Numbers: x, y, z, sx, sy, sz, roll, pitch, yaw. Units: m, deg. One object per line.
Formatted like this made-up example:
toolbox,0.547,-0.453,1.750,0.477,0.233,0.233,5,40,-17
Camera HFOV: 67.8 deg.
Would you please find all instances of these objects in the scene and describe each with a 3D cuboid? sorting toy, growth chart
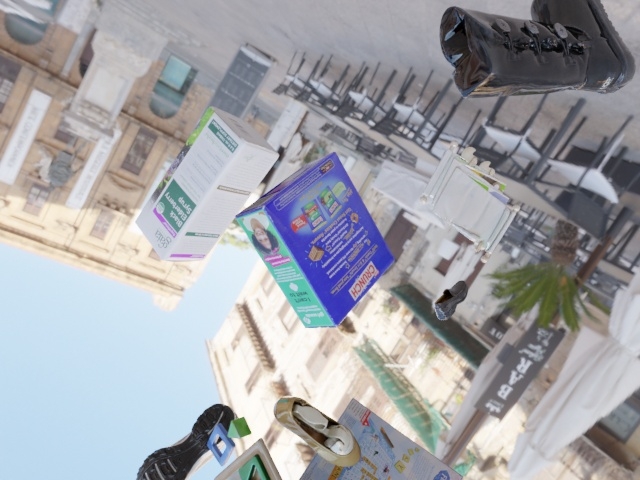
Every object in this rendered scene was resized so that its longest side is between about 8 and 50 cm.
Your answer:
sorting toy,-0.128,0.502,0.896,0.047,0.196,0.348,1,-133,-50
growth chart,0.327,-0.087,1.024,0.237,0.172,0.021,38,177,-15

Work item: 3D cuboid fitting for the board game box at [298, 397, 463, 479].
board game box,0.121,0.575,1.073,0.318,0.066,0.318,32,-136,15

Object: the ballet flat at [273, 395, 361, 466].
ballet flat,0.007,0.397,0.982,0.232,0.073,0.080,35,-133,-15

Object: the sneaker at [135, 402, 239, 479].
sneaker,-0.294,0.489,1.087,0.100,0.271,0.108,48,170,24

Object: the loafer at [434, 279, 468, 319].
loafer,0.421,0.178,1.528,0.062,0.170,0.061,-7,120,48

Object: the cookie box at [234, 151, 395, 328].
cookie box,0.000,0.000,0.377,0.040,0.092,0.107,-13,113,49

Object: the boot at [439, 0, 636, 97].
boot,0.467,-0.488,1.118,0.444,0.146,0.367,-9,-122,-19

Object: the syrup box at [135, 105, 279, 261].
syrup box,-0.183,-0.081,0.759,0.093,0.237,0.096,47,-162,22
